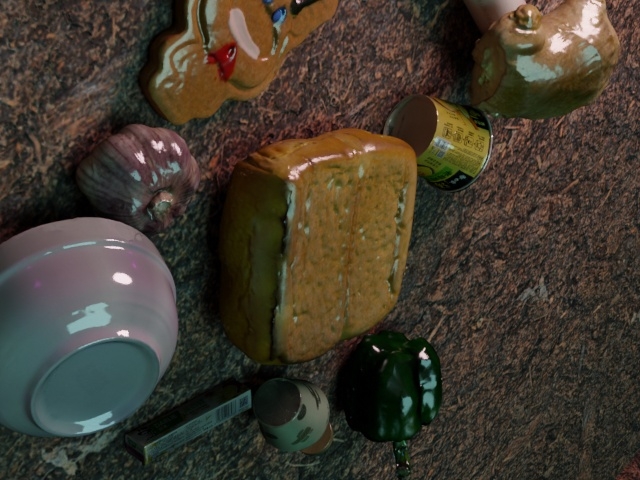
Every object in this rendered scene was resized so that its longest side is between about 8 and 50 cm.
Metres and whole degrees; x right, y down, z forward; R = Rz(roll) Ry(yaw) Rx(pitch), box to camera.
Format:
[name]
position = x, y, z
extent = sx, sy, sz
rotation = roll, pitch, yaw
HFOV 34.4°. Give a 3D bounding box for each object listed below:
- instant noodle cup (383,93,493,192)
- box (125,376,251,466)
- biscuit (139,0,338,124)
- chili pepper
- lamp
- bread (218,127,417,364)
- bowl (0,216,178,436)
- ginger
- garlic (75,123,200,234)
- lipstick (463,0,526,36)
[instant noodle cup]
position = 0.182, -0.163, 1.645
extent = 0.122, 0.151, 0.151
rotation = 20, 97, -43
[box]
position = -0.195, 0.269, 1.555
extent = 0.207, 0.050, 0.041
rotation = -25, 126, -37
[biscuit]
position = -0.096, -0.283, 1.333
extent = 0.334, 0.047, 0.202
rotation = -47, 140, -17
[chili pepper]
position = 0.124, 0.292, 1.837
extent = 0.174, 0.165, 0.261
rotation = -37, 136, -54
[lamp]
position = -0.038, 0.290, 1.692
extent = 0.121, 0.121, 0.214
rotation = -54, 151, -10
[bread]
position = -0.006, -0.003, 1.529
extent = 0.328, 0.148, 0.336
rotation = -22, 125, -44
[bowl]
position = -0.289, 0.126, 1.226
extent = 0.287, 0.144, 0.287
rotation = -22, 137, -22
[ginger]
position = 0.351, -0.296, 1.630
extent = 0.276, 0.130, 0.221
rotation = -43, 132, -5
[garlic]
position = -0.217, -0.071, 1.280
extent = 0.147, 0.102, 0.159
rotation = -58, 143, 2
[lipstick]
position = 0.258, -0.404, 1.621
extent = 0.087, 0.087, 0.327
rotation = -55, 142, -8
